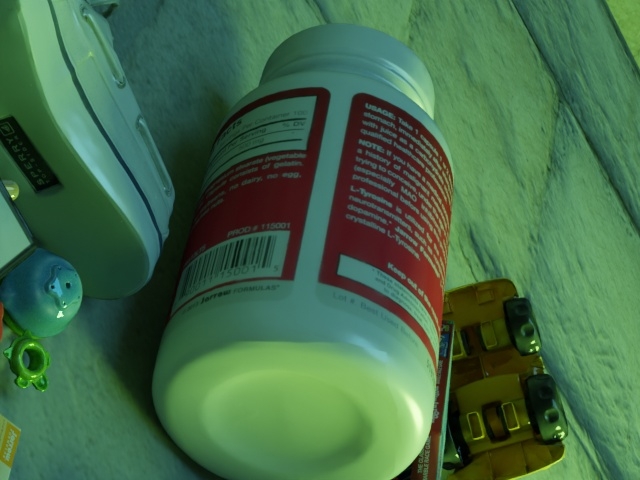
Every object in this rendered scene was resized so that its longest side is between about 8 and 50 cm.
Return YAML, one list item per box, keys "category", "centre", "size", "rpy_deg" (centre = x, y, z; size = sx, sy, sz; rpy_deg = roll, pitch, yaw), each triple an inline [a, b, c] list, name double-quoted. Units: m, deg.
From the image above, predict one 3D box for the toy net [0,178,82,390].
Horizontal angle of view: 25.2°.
- category: "toy net"
  centre: [-0.254, -0.002, 1.002]
  size: [0.232, 0.045, 0.122]
  rpy_deg: [53, 44, -28]

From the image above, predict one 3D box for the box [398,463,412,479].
- category: "box"
  centre: [0.116, 0.295, 1.431]
  size: [0.225, 0.036, 0.136]
  rpy_deg: [41, 20, 19]

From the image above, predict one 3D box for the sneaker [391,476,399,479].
- category: "sneaker"
  centre: [0.019, 0.185, 1.325]
  size: [0.135, 0.097, 0.276]
  rpy_deg: [58, 24, -22]

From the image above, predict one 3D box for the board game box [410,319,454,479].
- category: "board game box"
  centre: [0.108, 0.193, 1.401]
  size: [0.281, 0.027, 0.145]
  rpy_deg: [-66, 159, -71]

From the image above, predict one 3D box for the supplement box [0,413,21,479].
- category: "supplement box"
  centre: [-0.246, 0.129, 0.937]
  size: [0.098, 0.036, 0.062]
  rpy_deg: [48, 36, -40]

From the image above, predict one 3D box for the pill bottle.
- category: "pill bottle"
  centre: [0.000, 0.000, 1.266]
  size: [0.229, 0.229, 0.408]
  rpy_deg: [51, 34, -35]

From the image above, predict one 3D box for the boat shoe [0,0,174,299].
- category: "boat shoe"
  centre: [-0.205, -0.141, 1.073]
  size: [0.367, 0.135, 0.156]
  rpy_deg: [60, 29, -28]

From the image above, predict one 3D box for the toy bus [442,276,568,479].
- category: "toy bus"
  centre: [0.204, 0.170, 1.659]
  size: [0.211, 0.149, 0.220]
  rpy_deg: [29, 46, -71]

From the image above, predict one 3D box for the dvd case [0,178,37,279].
- category: "dvd case"
  centre: [-0.298, -0.007, 0.890]
  size: [0.253, 0.022, 0.180]
  rpy_deg: [-48, 116, -48]
